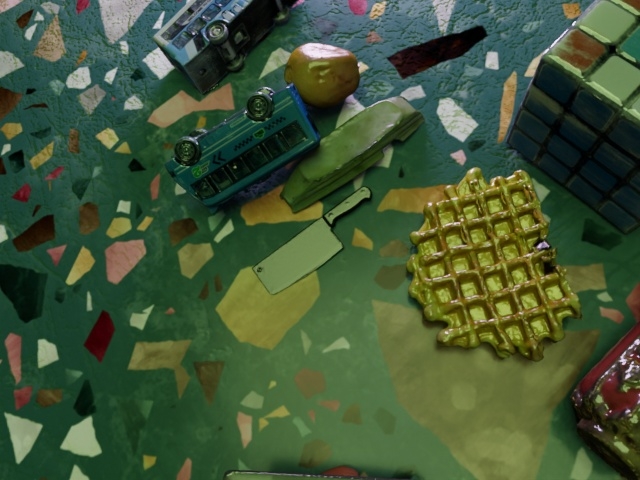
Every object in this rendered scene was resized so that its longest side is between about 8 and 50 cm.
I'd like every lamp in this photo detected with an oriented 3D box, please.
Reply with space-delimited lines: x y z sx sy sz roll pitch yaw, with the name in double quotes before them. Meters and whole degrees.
"lamp" 0.465 0.187 0.713 0.274 0.177 0.177 -43 70 -4

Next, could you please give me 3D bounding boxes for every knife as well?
"knife" 0.000 0.000 0.927 0.245 0.019 0.072 -38 74 -2

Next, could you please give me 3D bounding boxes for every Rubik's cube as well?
"Rubik's cube" 0.468 -0.207 0.794 0.253 0.256 0.259 -43 71 -7

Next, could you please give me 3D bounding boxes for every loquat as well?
"loquat" 0.005 -0.294 0.970 0.137 0.137 0.113 -7 105 7

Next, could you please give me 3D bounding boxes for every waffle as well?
"waffle" 0.272 0.037 0.846 0.283 0.065 0.309 28 81 19

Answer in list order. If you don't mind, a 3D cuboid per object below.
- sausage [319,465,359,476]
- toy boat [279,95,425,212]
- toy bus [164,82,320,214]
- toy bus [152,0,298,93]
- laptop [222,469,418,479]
"sausage" -0.026 0.385 0.767 0.194 0.077 0.077 -32 70 -2
"toy boat" 0.052 -0.157 0.949 0.293 0.055 0.093 -37 67 -5
"toy bus" -0.128 -0.158 0.917 0.246 0.113 0.134 -30 107 10
"toy bus" -0.171 -0.432 1.054 0.131 0.106 0.297 39 82 22
"laptop" -0.001 0.399 0.723 0.269 0.015 0.188 6 95 -6
